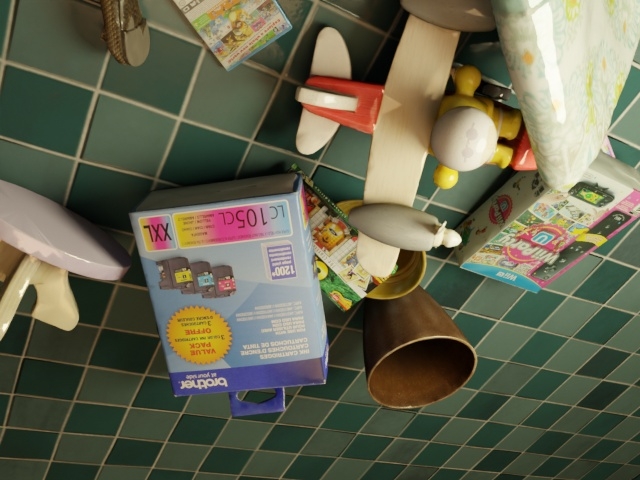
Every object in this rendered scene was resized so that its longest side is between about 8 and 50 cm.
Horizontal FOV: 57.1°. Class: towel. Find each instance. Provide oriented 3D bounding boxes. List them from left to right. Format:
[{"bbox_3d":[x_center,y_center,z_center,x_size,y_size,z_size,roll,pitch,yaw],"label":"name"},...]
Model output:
[{"bbox_3d":[0.346,-0.307,0.781,0.090,0.375,0.320,8,147,41],"label":"towel"}]

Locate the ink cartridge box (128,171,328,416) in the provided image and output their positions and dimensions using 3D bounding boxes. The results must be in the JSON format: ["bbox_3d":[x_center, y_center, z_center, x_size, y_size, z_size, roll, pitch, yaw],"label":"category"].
[{"bbox_3d":[-0.133,0.103,0.997,0.269,0.151,0.396,-7,111,5],"label":"ink cartridge box"}]

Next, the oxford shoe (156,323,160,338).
[{"bbox_3d":[-0.261,0.137,1.162,0.076,0.076,0.212,-15,151,-49],"label":"oxford shoe"}]

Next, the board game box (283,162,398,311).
[{"bbox_3d":[0.000,0.000,1.049,0.259,0.030,0.136,44,120,-7],"label":"board game box"}]

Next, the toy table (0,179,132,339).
[{"bbox_3d":[-0.462,0.033,0.922,0.274,0.252,0.161,35,99,-21],"label":"toy table"}]

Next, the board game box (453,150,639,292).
[{"bbox_3d":[0.438,-0.040,1.133,0.224,0.098,0.303,17,135,-26],"label":"board game box"}]

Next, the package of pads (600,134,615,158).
[{"bbox_3d":[0.521,-0.179,1.098,0.032,0.050,0.083,-28,131,21],"label":"package of pads"}]

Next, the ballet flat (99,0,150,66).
[{"bbox_3d":[-0.263,-0.347,0.755,0.058,0.084,0.250,21,133,14],"label":"ballet flat"}]

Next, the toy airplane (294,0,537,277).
[{"bbox_3d":[0.148,-0.177,0.856,0.384,0.272,0.386,-33,114,2],"label":"toy airplane"}]

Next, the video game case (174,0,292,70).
[{"bbox_3d":[-0.132,-0.336,0.826,0.119,0.015,0.166,-30,130,11],"label":"video game case"}]

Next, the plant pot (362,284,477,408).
[{"bbox_3d":[0.172,0.182,1.196,0.215,0.230,0.215,-7,130,-8],"label":"plant pot"}]

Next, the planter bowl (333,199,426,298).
[{"bbox_3d":[0.102,-0.003,1.092,0.217,0.090,0.217,15,130,18],"label":"planter bowl"}]
